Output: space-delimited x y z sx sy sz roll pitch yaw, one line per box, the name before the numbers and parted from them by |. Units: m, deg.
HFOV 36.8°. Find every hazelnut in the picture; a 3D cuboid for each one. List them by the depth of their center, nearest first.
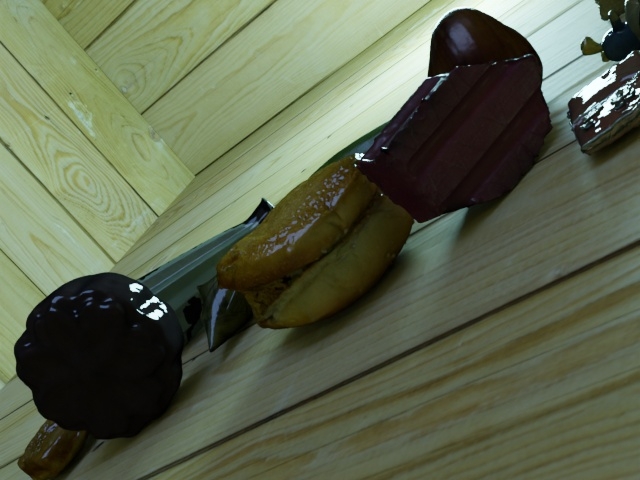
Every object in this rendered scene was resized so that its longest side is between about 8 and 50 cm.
hazelnut | 0.264 -0.275 1.551 0.186 0.210 0.210 6 28 10

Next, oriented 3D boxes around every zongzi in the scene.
zongzi | -0.124 0.088 1.685 0.205 0.094 0.204 -38 17 9

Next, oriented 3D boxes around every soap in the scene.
soap | 0.208 -0.153 1.347 0.289 0.182 0.112 -50 16 -18

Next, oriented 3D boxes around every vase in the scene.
vase | -0.221 0.067 1.917 0.360 0.165 0.165 -38 13 -7

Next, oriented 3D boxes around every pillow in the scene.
pillow | 0.377 -0.178 1.243 0.126 0.043 0.232 -37 13 21

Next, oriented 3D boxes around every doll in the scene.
doll | 0.457 -0.313 1.381 0.179 0.102 0.089 -18 69 51

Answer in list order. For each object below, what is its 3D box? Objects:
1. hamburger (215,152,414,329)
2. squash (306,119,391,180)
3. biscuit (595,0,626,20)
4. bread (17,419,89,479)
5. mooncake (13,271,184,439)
hamburger | 0.000 0.000 1.447 0.314 0.170 0.290 -46 17 -19
squash | 0.085 -0.136 1.798 0.395 0.107 0.107 -33 15 29
biscuit | 0.526 -0.446 1.554 0.238 0.108 0.062 -23 28 51
bread | -0.452 0.337 1.828 0.139 0.077 0.271 -22 24 45
mooncake | -0.371 0.201 1.620 0.283 0.283 0.141 -38 11 11
